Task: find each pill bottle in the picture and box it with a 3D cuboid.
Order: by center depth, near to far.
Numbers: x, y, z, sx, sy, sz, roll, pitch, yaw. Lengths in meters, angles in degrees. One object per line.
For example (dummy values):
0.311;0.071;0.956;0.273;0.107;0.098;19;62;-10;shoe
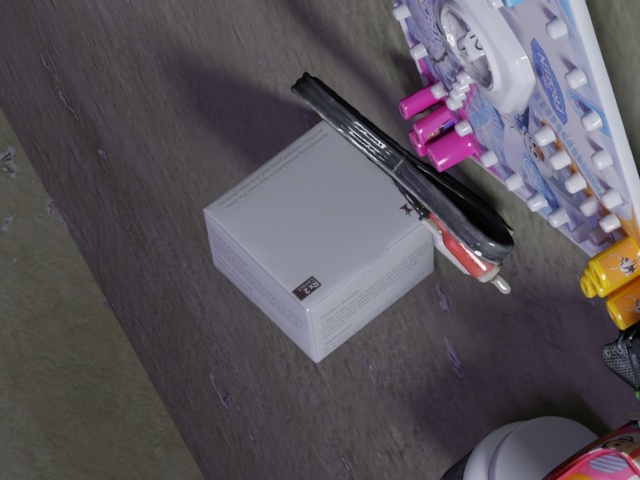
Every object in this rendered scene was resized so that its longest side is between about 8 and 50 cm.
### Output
0.223;0.288;1.945;0.162;0.162;0.278;50;162;8;pill bottle

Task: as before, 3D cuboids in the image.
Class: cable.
0.081;-0.046;1.689;0.287;0.072;0.139;34;-167;-16;cable

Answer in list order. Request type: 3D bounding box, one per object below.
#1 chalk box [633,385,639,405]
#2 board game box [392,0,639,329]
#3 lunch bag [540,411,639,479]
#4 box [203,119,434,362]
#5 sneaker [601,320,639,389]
0.400;0.192;1.329;0.180;0.179;0.289;18;142;59;chalk box
0.120;-0.157;1.432;0.390;0.050;0.390;46;164;54;board game box
0.306;0.304;1.528;0.293;0.120;0.258;54;133;11;lunch bag
0.000;0.000;1.911;0.182;0.181;0.119;43;159;26;box
0.294;0.074;1.508;0.130;0.087;0.227;28;156;38;sneaker
